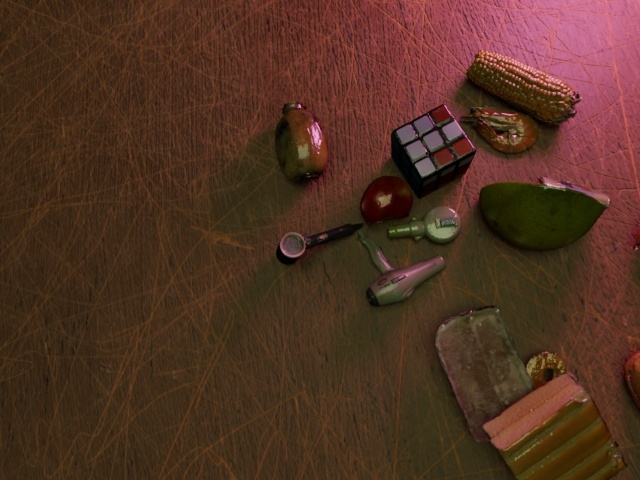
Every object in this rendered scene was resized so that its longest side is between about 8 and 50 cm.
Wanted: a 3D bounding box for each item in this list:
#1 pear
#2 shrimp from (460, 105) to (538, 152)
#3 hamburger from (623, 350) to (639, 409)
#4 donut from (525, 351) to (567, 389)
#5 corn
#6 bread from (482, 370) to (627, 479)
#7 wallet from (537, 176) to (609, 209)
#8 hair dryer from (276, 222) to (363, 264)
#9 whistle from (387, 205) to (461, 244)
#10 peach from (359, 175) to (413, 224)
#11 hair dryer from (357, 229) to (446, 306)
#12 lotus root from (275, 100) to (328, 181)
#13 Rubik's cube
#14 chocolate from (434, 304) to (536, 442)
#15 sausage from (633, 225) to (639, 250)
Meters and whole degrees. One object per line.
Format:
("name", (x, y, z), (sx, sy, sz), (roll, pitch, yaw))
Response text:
("pear", (0.532, -0.059, 1.049), (0.287, 0.239, 0.139), (15, 80, 13))
("shrimp", (0.492, -0.312, 1.209), (0.216, 0.051, 0.115), (20, 84, 11))
("hamburger", (0.820, 0.325, 0.991), (0.213, 0.108, 0.214), (-2, 80, 14))
("donut", (0.546, 0.325, 1.064), (0.097, 0.043, 0.108), (14, 82, 12))
("corn", (0.553, -0.424, 1.192), (0.317, 0.115, 0.115), (35, 85, 14))
("bread", (0.525, 0.457, 0.969), (0.246, 0.111, 0.239), (-33, 102, -2))
("wallet", (0.639, -0.126, 1.114), (0.154, 0.110, 0.040), (17, 115, 10))
("hair dryer", (0.000, 0.000, 1.213), (0.255, 0.128, 0.070), (-17, 81, -17))
("whistle", (0.280, -0.037, 1.179), (0.198, 0.057, 0.104), (-7, 76, 7))
("peach", (0.170, -0.111, 1.192), (0.118, 0.151, 0.152), (8, 75, -34))
("hair dryer", (0.220, 0.059, 1.173), (0.218, 0.088, 0.225), (-7, 62, 1))
("lotus root", (-0.060, -0.297, 1.252), (0.153, 0.154, 0.279), (-11, 71, 7))
("Rubik's cube", (0.293, -0.232, 1.165), (0.163, 0.160, 0.162), (-27, 76, 3))
("chocolate", (0.392, 0.317, 1.060), (0.185, 0.100, 0.304), (-21, 84, -2))
("sausage", (0.904, -0.068, 1.058), (0.327, 0.112, 0.112), (-26, 75, 3))
